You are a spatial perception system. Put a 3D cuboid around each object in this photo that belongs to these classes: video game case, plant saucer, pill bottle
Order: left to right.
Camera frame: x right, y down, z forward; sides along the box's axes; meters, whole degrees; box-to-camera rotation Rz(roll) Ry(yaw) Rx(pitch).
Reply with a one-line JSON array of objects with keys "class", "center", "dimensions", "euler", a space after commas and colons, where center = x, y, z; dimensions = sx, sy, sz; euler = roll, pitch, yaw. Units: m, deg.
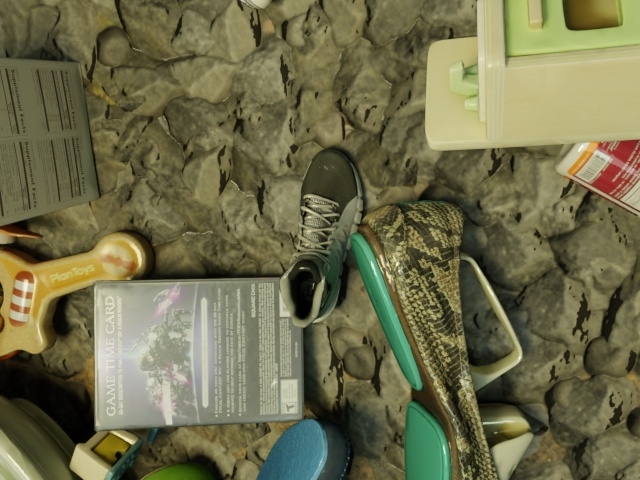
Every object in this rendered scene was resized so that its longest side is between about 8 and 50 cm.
[{"class": "plant saucer", "center": [-0.447, 0.353, 0.937], "dimensions": [0.400, 0.100, 0.401], "euler": [21, 130, 27]}, {"class": "video game case", "center": [-0.159, 0.148, 0.820], "dimensions": [0.274, 0.026, 0.196], "euler": [-1, 90, -7]}, {"class": "pill bottle", "center": [0.347, -0.078, 0.677], "dimensions": [0.152, 0.086, 0.086], "euler": [30, 109, 5]}]

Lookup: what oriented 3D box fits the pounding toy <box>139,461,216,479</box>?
[{"class": "pounding toy", "center": [-0.205, 0.452, 0.889], "dimensions": [0.110, 0.183, 0.237], "euler": [27, 123, 45]}]

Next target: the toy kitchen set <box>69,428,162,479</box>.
[{"class": "toy kitchen set", "center": [-0.229, 0.230, 0.859], "dimensions": [0.122, 0.166, 0.207], "euler": [27, 109, 6]}]

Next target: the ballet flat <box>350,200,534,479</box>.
[{"class": "ballet flat", "center": [0.171, 0.182, 0.766], "dimensions": [0.182, 0.164, 0.483], "euler": [-14, 100, -9]}]

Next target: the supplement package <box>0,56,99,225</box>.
[{"class": "supplement package", "center": [-0.452, -0.124, 0.775], "dimensions": [0.199, 0.262, 0.198], "euler": [-1, 103, 14]}]

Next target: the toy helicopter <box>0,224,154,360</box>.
[{"class": "toy helicopter", "center": [-0.419, 0.046, 0.903], "dimensions": [0.355, 0.140, 0.235], "euler": [-16, 91, 7]}]

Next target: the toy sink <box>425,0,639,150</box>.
[{"class": "toy sink", "center": [0.220, -0.196, 0.623], "dimensions": [0.234, 0.131, 0.153], "euler": [0, 63, 15]}]

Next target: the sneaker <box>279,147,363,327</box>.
[{"class": "sneaker", "center": [0.000, 0.000, 0.749], "dimensions": [0.086, 0.132, 0.229], "euler": [7, 96, 8]}]

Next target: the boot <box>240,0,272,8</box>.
[{"class": "boot", "center": [-0.143, -0.335, 0.754], "dimensions": [0.086, 0.069, 0.190], "euler": [-43, 83, 27]}]

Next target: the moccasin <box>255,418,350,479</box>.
[{"class": "moccasin", "center": [-0.029, 0.369, 0.875], "dimensions": [0.116, 0.138, 0.342], "euler": [16, 129, -18]}]
